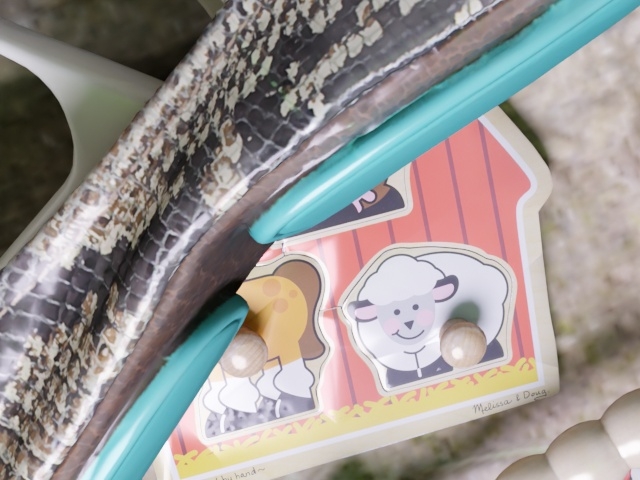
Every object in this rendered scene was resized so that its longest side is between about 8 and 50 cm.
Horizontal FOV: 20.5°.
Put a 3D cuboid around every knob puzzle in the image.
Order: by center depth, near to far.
[{"bbox_3d":[0.000,0.000,0.685,0.213,0.030,0.213,-3,110,-10],"label":"knob puzzle"}]

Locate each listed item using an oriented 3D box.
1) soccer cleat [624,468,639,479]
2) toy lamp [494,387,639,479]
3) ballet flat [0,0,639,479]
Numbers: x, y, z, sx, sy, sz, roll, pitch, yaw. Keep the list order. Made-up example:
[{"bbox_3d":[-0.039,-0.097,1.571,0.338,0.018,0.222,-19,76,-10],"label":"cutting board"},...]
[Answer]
[{"bbox_3d":[0.126,0.128,0.757,0.036,0.029,0.083,13,102,-11],"label":"soccer cleat"},{"bbox_3d":[0.092,0.099,0.706,0.275,0.080,0.080,-31,112,7],"label":"toy lamp"},{"bbox_3d":[-0.056,-0.029,0.591,0.182,0.164,0.483,45,104,3],"label":"ballet flat"}]
